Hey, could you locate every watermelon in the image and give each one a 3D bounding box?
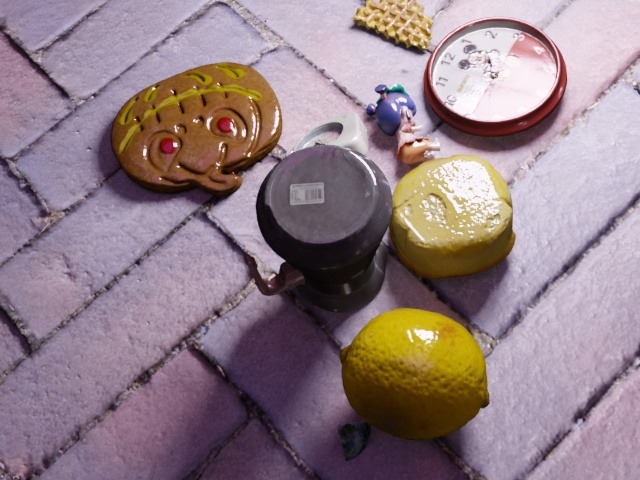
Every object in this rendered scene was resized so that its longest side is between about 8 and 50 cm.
[{"bbox_3d":[0.058,0.376,1.768,0.061,0.085,0.085,9,62,44],"label":"watermelon"}]

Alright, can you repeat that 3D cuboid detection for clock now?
[{"bbox_3d":[0.010,-0.202,2.008,0.191,0.062,0.151,-23,31,15],"label":"clock"},{"bbox_3d":[0.392,-0.367,2.061,0.319,0.080,0.318,-5,64,10],"label":"clock"}]

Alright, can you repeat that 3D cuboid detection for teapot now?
[{"bbox_3d":[0.000,0.000,1.785,0.300,0.344,0.253,-23,62,-4],"label":"teapot"}]

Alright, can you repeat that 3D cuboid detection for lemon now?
[{"bbox_3d":[0.173,0.247,1.698,0.268,0.267,0.267,-3,64,6],"label":"lemon"}]

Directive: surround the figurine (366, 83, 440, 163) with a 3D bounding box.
[{"bbox_3d":[0.181,-0.258,2.018,0.102,0.111,0.195,-12,61,-21],"label":"figurine"}]

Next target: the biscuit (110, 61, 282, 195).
[{"bbox_3d":[-0.278,-0.252,2.097,0.395,0.070,0.350,-28,64,-6],"label":"biscuit"}]

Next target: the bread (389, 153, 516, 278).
[{"bbox_3d":[0.271,-0.051,1.885,0.270,0.148,0.269,-5,60,8],"label":"bread"}]

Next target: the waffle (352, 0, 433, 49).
[{"bbox_3d":[0.172,-0.516,2.180,0.192,0.046,0.160,-3,63,7],"label":"waffle"}]
